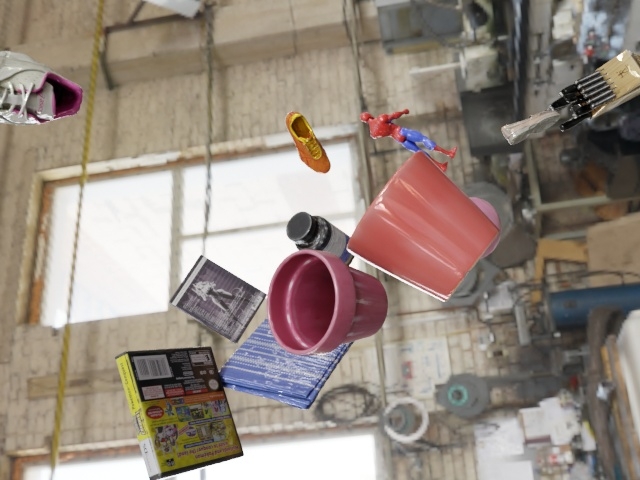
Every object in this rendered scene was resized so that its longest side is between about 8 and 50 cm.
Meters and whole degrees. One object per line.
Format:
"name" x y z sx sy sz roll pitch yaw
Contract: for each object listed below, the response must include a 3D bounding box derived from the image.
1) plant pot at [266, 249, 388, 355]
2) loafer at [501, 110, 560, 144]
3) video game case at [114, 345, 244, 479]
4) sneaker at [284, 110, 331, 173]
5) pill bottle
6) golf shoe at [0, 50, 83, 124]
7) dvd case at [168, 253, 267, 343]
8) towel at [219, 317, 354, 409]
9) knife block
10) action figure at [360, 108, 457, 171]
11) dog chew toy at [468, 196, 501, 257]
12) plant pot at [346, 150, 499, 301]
"plant pot" 0.025 0.123 1.583 0.180 0.201 0.202 7 -108 -43
"loafer" 0.407 -0.228 1.576 0.039 0.125 0.045 55 160 24
"video game case" -0.278 0.339 1.643 0.274 0.035 0.248 9 -123 -60
"sneaker" -0.030 -0.226 1.938 0.175 0.064 0.067 54 177 -24
"pill bottle" 0.000 0.000 2.404 0.219 0.122 0.123 33 -136 -45
"golf shoe" -0.474 -0.223 1.192 0.306 0.140 0.115 -31 -42 -64
"dvd case" -0.283 0.162 2.258 0.165 0.221 0.018 -58 -2 -20
"towel" -0.065 0.261 1.881 0.336 0.243 0.040 -46 -40 -55
"knife block" 0.687 -0.361 2.013 0.275 0.242 0.088 -14 -108 -58
"action figure" 0.245 -0.308 2.291 0.139 0.280 0.091 -69 5 -50
"dog chew toy" 0.407 -0.042 2.603 0.206 0.331 0.207 -177 90 -70
"plant pot" 0.230 -0.015 1.752 0.275 0.243 0.275 -50 -10 -12
